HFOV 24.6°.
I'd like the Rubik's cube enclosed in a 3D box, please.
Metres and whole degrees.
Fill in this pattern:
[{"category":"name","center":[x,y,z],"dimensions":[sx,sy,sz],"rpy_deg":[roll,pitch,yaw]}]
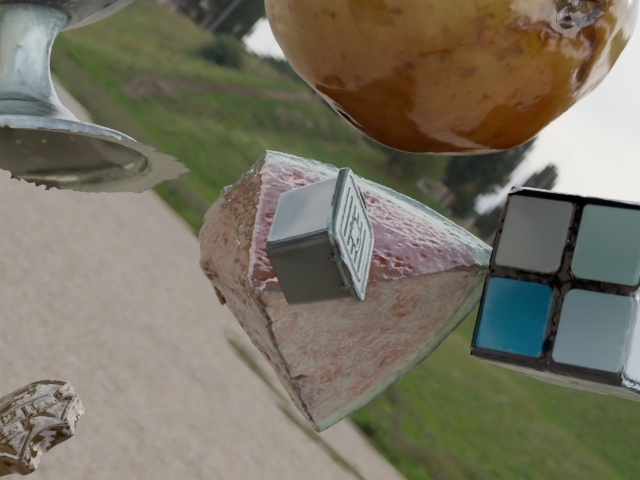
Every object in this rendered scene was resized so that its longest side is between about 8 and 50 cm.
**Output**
[{"category":"Rubik's cube","center":[0.275,0.058,1.455],"dimensions":[0.167,0.180,0.183],"rpy_deg":[9,-6,38]}]

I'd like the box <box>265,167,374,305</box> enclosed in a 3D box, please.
[{"category":"box","center":[0.000,0.000,1.284],"dimensions":[0.122,0.069,0.084],"rpy_deg":[-76,151,-56]}]

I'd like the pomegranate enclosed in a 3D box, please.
[{"category":"pomegranate","center":[0.107,-0.281,1.384],"dimensions":[0.410,0.410,0.410],"rpy_deg":[43,-1,1]}]

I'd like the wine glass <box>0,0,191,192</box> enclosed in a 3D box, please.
[{"category":"wine glass","center":[-0.213,-0.211,1.100],"dimensions":[0.238,0.323,0.238],"rpy_deg":[1,-8,0]}]

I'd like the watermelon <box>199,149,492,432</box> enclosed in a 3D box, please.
[{"category":"watermelon","center":[0.018,0.017,1.510],"dimensions":[0.283,0.250,0.292],"rpy_deg":[47,-14,3]}]

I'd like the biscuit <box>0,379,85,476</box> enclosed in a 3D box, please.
[{"category":"biscuit","center":[-0.350,0.216,1.642],"dimensions":[0.034,0.182,0.215],"rpy_deg":[66,-17,-18]}]
